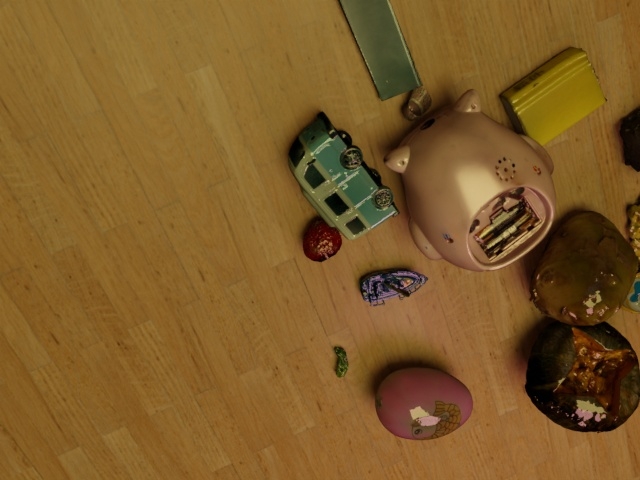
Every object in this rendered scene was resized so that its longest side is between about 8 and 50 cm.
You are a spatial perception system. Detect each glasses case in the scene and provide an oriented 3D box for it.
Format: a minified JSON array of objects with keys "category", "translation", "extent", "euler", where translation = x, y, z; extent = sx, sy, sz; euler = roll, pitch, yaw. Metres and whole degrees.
[{"category":"glasses case","translation":[0.130,-0.446,1.505],"extent":[0.105,0.056,0.266],"euler":[-17,118,20]}]

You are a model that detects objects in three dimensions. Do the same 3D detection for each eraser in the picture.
[{"category":"eraser","translation":[0.553,-0.336,1.641],"extent":[0.226,0.069,0.158],"euler":[-35,119,2]}]

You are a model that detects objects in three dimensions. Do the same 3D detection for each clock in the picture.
[{"category":"clock","translation":[0.350,-0.120,1.580],"extent":[0.368,0.250,0.377],"euler":[-38,116,6]}]

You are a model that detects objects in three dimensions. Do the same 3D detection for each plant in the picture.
[{"category":"plant","translation":[0.837,-0.230,1.727],"extent":[0.132,0.129,0.194],"euler":[-35,113,5]}]

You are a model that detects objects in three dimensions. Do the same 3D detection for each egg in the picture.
[{"category":"egg","translation":[0.276,0.429,1.833],"extent":[0.271,0.196,0.196],"euler":[-9,115,-23]}]

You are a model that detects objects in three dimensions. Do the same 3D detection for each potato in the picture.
[{"category":"potato","translation":[0.680,0.077,1.736],"extent":[0.246,0.196,0.300],"euler":[28,91,2]}]

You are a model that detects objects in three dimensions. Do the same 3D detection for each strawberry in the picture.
[{"category":"strawberry","translation":[0.001,0.000,1.635],"extent":[0.106,0.106,0.106],"euler":[-5,114,-12]}]

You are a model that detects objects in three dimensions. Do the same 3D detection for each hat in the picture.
[{"category":"hat","translation":[0.218,-0.311,1.588],"extent":[0.058,0.042,0.087],"euler":[30,69,-23]}]

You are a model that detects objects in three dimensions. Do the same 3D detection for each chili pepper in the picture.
[{"category":"chili pepper","translation":[0.055,0.322,1.819],"extent":[0.034,0.030,0.091],"euler":[2,112,12]}]

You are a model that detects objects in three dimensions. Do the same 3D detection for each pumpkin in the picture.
[{"category":"pumpkin","translation":[0.712,0.363,1.866],"extent":[0.320,0.192,0.320],"euler":[1,74,-5]}]

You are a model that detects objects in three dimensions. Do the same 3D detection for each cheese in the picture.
[{"category":"cheese","translation":[0.875,0.141,1.919],"extent":[0.270,0.069,0.177],"euler":[5,132,-2]}]

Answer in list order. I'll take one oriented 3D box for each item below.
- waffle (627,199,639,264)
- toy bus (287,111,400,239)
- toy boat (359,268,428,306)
[{"category":"waffle","translation":[0.959,-0.047,1.877],"extent":[0.291,0.051,0.291],"euler":[-4,114,-10]},{"category":"toy bus","translation":[0.039,-0.138,1.562],"extent":[0.165,0.133,0.271],"euler":[-37,118,8]},{"category":"toy boat","translation":[0.192,0.121,1.723],"extent":[0.175,0.110,0.091],"euler":[-13,115,-10]}]
